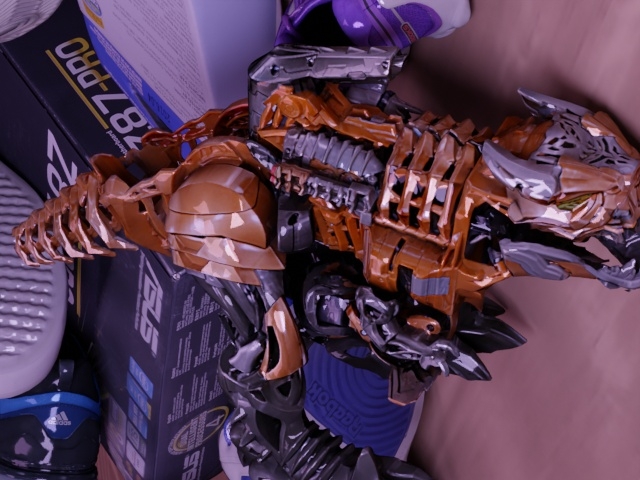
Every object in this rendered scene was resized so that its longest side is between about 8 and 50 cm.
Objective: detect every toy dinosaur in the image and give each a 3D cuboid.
[{"bbox_3d":[0.000,0.000,0.688,0.322,0.164,0.218,21,143,47],"label":"toy dinosaur"}]

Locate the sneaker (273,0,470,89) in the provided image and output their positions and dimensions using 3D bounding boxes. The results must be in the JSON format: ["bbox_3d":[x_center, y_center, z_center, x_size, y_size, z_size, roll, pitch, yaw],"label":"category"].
[{"bbox_3d":[0.003,-0.097,0.695,0.068,0.071,0.170,59,163,-2],"label":"sneaker"}]

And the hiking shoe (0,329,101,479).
[{"bbox_3d":[-0.238,0.116,1.264,0.304,0.113,0.132,29,110,61],"label":"hiking shoe"}]

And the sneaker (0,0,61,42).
[{"bbox_3d":[-0.289,-0.181,1.020,0.350,0.131,0.148,-10,105,56],"label":"sneaker"}]

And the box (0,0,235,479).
[{"bbox_3d":[-0.178,0.002,1.230,0.318,0.097,0.395,50,152,22],"label":"box"}]

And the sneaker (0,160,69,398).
[{"bbox_3d":[-0.278,0.022,1.189,0.366,0.135,0.150,-126,22,-46],"label":"sneaker"}]

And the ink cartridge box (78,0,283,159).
[{"bbox_3d":[-0.092,-0.174,0.835,0.186,0.065,0.311,47,156,37],"label":"ink cartridge box"}]

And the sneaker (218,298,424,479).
[{"bbox_3d":[-0.013,0.130,1.009,0.182,0.127,0.315,35,152,46],"label":"sneaker"}]
